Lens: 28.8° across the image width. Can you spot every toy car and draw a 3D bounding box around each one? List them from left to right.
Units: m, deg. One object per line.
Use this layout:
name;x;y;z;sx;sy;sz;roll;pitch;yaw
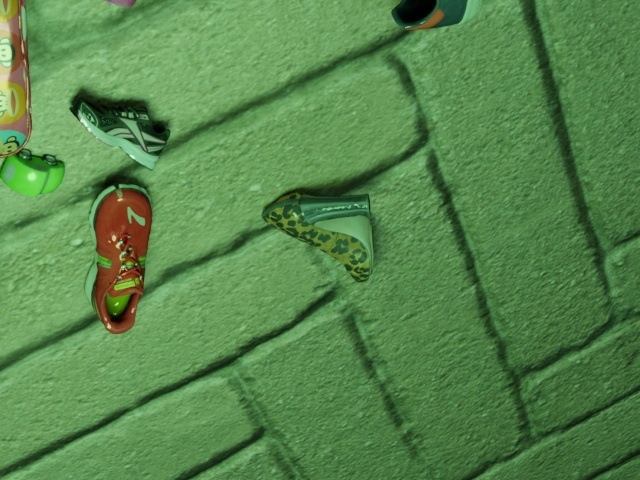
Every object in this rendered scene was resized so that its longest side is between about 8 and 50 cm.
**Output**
toy car;-0.484;-0.108;1.858;0.225;0.053;0.239;12;122;-33

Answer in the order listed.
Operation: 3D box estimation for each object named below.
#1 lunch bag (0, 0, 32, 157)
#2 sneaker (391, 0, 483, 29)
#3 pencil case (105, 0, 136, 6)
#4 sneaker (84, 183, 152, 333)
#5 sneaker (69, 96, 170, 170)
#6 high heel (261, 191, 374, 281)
lunch bag;-0.522;-0.249;1.656;0.258;0.120;0.293;-6;118;-17
sneaker;0.165;-0.456;1.835;0.148;0.131;0.350;-19;134;-17
pencil case;-0.237;-0.431;1.681;0.104;0.104;0.236;21;114;-38
sneaker;-0.315;0.035;2.019;0.107;0.118;0.279;-7;130;-22
sneaker;-0.301;-0.181;1.891;0.077;0.072;0.178;-53;140;5
high heel;0.000;0.000;2.200;0.186;0.093;0.261;-3;145;4
